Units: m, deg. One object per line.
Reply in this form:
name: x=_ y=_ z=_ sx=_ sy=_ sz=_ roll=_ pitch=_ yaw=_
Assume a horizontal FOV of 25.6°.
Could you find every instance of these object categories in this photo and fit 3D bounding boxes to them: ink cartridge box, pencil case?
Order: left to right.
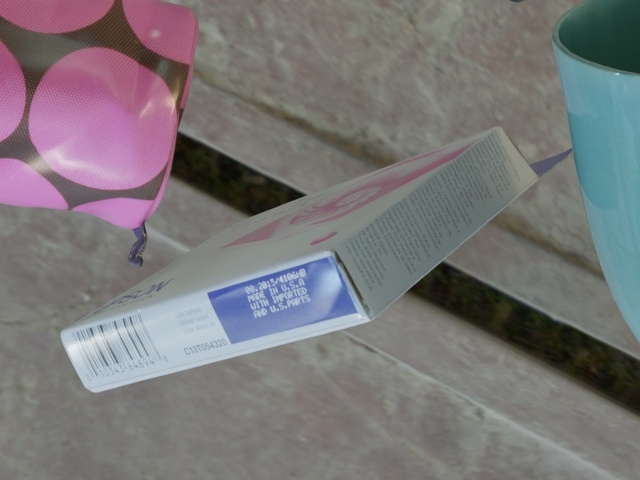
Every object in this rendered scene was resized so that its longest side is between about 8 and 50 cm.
pencil case: x=-0.151 y=-0.055 z=0.488 sx=0.209 sy=0.098 sz=0.095 roll=12 pitch=75 yaw=-20
ink cartridge box: x=0.000 y=0.000 z=1.164 sx=0.324 sy=0.330 sz=0.071 roll=-19 pitch=103 yaw=42

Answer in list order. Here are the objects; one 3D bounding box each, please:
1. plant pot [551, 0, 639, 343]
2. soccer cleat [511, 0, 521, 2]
plant pot: x=0.297 y=-0.029 z=0.869 sx=0.293 sy=0.293 sz=0.235 roll=1 pitch=114 yaw=20
soccer cleat: x=0.064 y=-0.213 z=0.897 sx=0.072 sy=0.060 sz=0.179 roll=-41 pitch=97 yaw=9
